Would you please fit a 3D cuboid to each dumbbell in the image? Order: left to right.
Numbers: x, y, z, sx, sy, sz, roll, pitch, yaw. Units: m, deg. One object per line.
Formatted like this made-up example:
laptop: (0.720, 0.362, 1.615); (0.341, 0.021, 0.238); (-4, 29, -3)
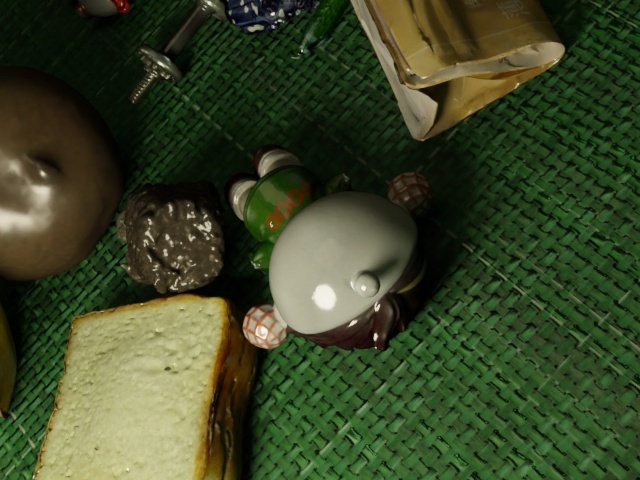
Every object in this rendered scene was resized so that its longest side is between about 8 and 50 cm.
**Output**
dumbbell: (-0.196, -0.299, 1.965); (0.082, 0.081, 0.254); (34, 86, 42)

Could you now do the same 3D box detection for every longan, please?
longan: (-0.413, -0.088, 1.857); (0.297, 0.297, 0.297); (-17, 54, 25)

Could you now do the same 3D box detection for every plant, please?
plant: (-0.187, -0.009, 1.721); (0.142, 0.131, 0.203); (-5, 16, -7)

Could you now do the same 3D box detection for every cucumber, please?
cucumber: (0.008, -0.305, 1.861); (0.037, 0.037, 0.155); (21, 74, 41)

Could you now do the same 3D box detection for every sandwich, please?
sandwich: (-0.207, 0.214, 1.642); (0.271, 0.099, 0.301); (-8, 55, 25)

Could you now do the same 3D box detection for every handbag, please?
handbag: (-0.037, -0.401, 1.884); (0.162, 0.113, 0.260); (-16, 50, 64)

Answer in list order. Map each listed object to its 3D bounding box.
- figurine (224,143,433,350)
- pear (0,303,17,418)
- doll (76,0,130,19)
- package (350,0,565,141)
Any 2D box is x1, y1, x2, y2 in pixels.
figurine: (0.000, 0.000, 1.594); (0.281, 0.167, 0.370); (-42, 39, -1)
pear: (-0.546, 0.083, 1.751); (0.340, 0.386, 0.191); (7, 74, 33)
doll: (-0.355, -0.416, 2.152); (0.142, 0.076, 0.245); (-44, 43, 4)
package: (0.124, -0.313, 1.666); (0.221, 0.165, 0.311); (-31, 61, 16)
